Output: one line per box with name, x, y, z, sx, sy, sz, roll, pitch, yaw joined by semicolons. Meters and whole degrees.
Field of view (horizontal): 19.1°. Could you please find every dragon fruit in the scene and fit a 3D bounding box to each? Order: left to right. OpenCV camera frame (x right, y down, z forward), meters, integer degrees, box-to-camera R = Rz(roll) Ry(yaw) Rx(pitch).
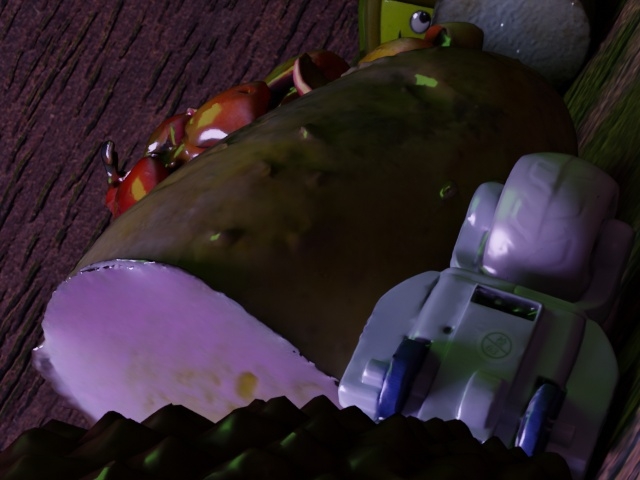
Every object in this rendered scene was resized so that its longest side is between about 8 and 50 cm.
dragon fruit;-0.017;0.004;1.185;0.307;0.243;0.227;100;154;-53

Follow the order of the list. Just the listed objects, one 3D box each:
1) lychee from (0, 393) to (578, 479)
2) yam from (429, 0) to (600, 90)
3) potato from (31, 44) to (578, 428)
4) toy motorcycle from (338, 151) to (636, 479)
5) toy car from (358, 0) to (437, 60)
lychee;-0.025;0.154;0.501;0.271;0.271;0.271;-57;6;10
yam;0.142;-0.180;1.317;0.107;0.107;0.194;-54;7;30
potato;0.023;0.006;0.964;0.266;0.229;0.229;-52;2;-35
toy motorcycle;0.066;0.075;0.797;0.254;0.112;0.112;-63;8;-31
toy car;0.097;-0.206;1.518;0.248;0.204;0.198;-141;60;-85
